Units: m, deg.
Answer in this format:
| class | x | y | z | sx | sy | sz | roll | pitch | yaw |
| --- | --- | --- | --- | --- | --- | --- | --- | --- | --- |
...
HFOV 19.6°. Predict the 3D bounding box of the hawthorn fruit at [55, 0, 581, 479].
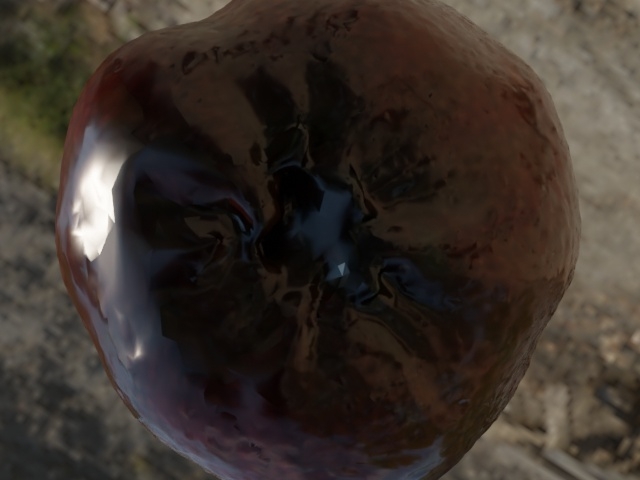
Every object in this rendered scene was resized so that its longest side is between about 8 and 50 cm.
| class | x | y | z | sx | sy | sz | roll | pitch | yaw |
| --- | --- | --- | --- | --- | --- | --- | --- | --- | --- |
| hawthorn fruit | 0.000 | 0.000 | 0.587 | 0.169 | 0.169 | 0.188 | 33 | 178 | 4 |
